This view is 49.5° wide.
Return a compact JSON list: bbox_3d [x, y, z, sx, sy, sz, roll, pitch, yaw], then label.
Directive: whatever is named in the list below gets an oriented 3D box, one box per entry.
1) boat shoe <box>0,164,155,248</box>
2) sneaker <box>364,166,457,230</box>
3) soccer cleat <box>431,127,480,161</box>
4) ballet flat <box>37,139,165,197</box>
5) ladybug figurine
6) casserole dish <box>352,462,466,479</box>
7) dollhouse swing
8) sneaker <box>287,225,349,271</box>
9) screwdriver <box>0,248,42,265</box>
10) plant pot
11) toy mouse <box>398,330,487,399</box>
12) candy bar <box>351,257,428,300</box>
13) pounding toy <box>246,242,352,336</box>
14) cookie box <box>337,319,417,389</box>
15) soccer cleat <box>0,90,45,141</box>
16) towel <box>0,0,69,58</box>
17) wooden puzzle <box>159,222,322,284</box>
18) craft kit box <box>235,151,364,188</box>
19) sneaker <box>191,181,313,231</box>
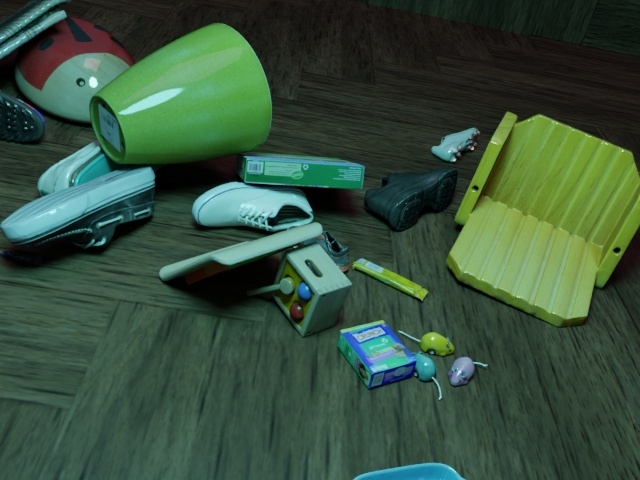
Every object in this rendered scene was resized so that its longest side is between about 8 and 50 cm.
[{"bbox_3d":[-0.412,-0.042,1.260,0.121,0.119,0.335,2,21,33],"label":"boat shoe"},{"bbox_3d":[0.216,-0.121,1.612,0.130,0.109,0.286,29,34,34],"label":"sneaker"},{"bbox_3d":[0.380,-0.274,1.925,0.076,0.068,0.196,26,38,25],"label":"soccer cleat"},{"bbox_3d":[-0.443,-0.181,1.473,0.139,0.139,0.400,21,35,13],"label":"ballet flat"},{"bbox_3d":[-0.617,-0.450,1.767,0.305,0.162,0.449,-14,41,-34],"label":"ladybug figurine"},{"bbox_3d":[0.122,0.358,0.921,0.188,0.037,0.114,-2,36,-20],"label":"casserole dish"},{"bbox_3d":[0.469,-0.054,1.430,0.346,0.315,0.305,26,26,12],"label":"dollhouse swing"},{"bbox_3d":[0.000,0.000,1.387,0.157,0.065,0.061,31,37,26],"label":"sneaker"},{"bbox_3d":[-0.569,0.021,1.218,0.169,0.025,0.024,8,33,9],"label":"screwdriver"},{"bbox_3d":[-0.297,-0.266,1.390,0.293,0.275,0.274,-27,49,-34],"label":"plant pot"},{"bbox_3d":[0.206,0.209,1.175,0.160,0.031,0.143,15,33,4],"label":"toy mouse"},{"bbox_3d":[0.135,0.074,1.365,0.161,0.018,0.040,25,32,19],"label":"candy bar"},{"bbox_3d":[-0.041,0.084,1.207,0.100,0.130,0.141,-14,50,-36],"label":"pounding toy"},{"bbox_3d":[0.093,0.188,1.160,0.091,0.040,0.107,-10,39,-29],"label":"cookie box"},{"bbox_3d":[-0.748,-0.309,1.571,0.318,0.109,0.116,17,29,11],"label":"soccer cleat"},{"bbox_3d":[-0.767,-0.496,1.695,0.324,0.056,0.312,-48,34,-22],"label":"towel"},{"bbox_3d":[-0.141,0.028,1.228,0.220,0.044,0.238,-19,3,-38],"label":"wooden puzzle"},{"bbox_3d":[-0.055,-0.157,1.525,0.249,0.061,0.246,3,13,-11],"label":"craft kit box"},{"bbox_3d":[-0.129,-0.063,1.413,0.258,0.094,0.091,-9,37,-29],"label":"sneaker"}]
